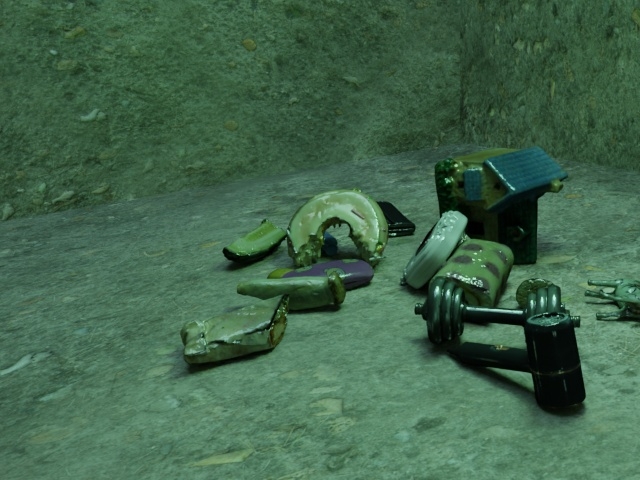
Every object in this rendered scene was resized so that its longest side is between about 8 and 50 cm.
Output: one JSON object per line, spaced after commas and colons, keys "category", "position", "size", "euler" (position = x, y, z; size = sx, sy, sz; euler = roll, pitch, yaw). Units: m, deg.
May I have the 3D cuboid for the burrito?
{"category": "burrito", "position": [-0.213, 0.248, 1.600], "size": [0.348, 0.107, 0.175], "euler": [-14, 36, -23]}

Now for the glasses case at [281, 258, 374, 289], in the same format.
{"category": "glasses case", "position": [0.025, 0.123, 1.949], "size": [0.316, 0.075, 0.123], "euler": [-11, 29, -21]}

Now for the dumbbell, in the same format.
{"category": "dumbbell", "position": [0.443, 0.191, 1.504], "size": [0.406, 0.179, 0.179], "euler": [2, 19, 20]}

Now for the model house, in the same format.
{"category": "model house", "position": [0.642, -0.120, 2.072], "size": [0.335, 0.382, 0.343], "euler": [-17, 20, -32]}

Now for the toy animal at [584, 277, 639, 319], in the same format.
{"category": "toy animal", "position": [0.850, 0.150, 1.686], "size": [0.170, 0.089, 0.255], "euler": [9, 25, 24]}

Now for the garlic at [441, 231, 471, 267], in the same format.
{"category": "garlic", "position": [0.485, 0.014, 2.024], "size": [0.127, 0.194, 0.131], "euler": [-8, 11, -38]}

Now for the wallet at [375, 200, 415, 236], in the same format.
{"category": "wallet", "position": [0.257, -0.100, 2.595], "size": [0.228, 0.062, 0.406], "euler": [-6, 18, -6]}

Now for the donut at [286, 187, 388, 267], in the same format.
{"category": "donut", "position": [0.065, -0.040, 2.163], "size": [0.371, 0.307, 0.150], "euler": [-2, -24, 12]}

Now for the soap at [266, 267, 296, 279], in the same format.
{"category": "soap", "position": [-0.117, 0.126, 2.027], "size": [0.140, 0.045, 0.089], "euler": [5, 25, 27]}

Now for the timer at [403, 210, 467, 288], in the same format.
{"category": "timer", "position": [0.369, 0.025, 1.908], "size": [0.087, 0.237, 0.262], "euler": [34, 43, 5]}

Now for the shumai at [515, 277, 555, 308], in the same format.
{"category": "shumai", "position": [0.639, 0.156, 1.718], "size": [0.124, 0.098, 0.087], "euler": [8, 5, 27]}

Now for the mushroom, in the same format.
{"category": "mushroom", "position": [-0.088, 0.163, 1.814], "size": [0.333, 0.107, 0.087], "euler": [-6, 2, 5]}

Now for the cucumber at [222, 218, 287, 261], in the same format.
{"category": "cucumber", "position": [-0.259, 0.025, 2.286], "size": [0.145, 0.105, 0.325], "euler": [31, 29, 14]}

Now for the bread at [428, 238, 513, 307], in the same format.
{"category": "bread", "position": [0.464, 0.107, 1.782], "size": [0.187, 0.155, 0.338], "euler": [9, 23, 27]}

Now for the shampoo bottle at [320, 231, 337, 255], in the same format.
{"category": "shampoo bottle", "position": [0.000, 0.000, 2.353], "size": [0.104, 0.061, 0.258], "euler": [-12, 20, -16]}

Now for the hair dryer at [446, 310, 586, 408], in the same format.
{"category": "hair dryer", "position": [0.424, 0.255, 1.360], "size": [0.107, 0.189, 0.352], "euler": [-17, 9, -37]}

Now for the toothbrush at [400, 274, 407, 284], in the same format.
{"category": "toothbrush", "position": [0.360, 0.091, 2.051], "size": [0.025, 0.029, 0.307], "euler": [2, 18, 40]}
